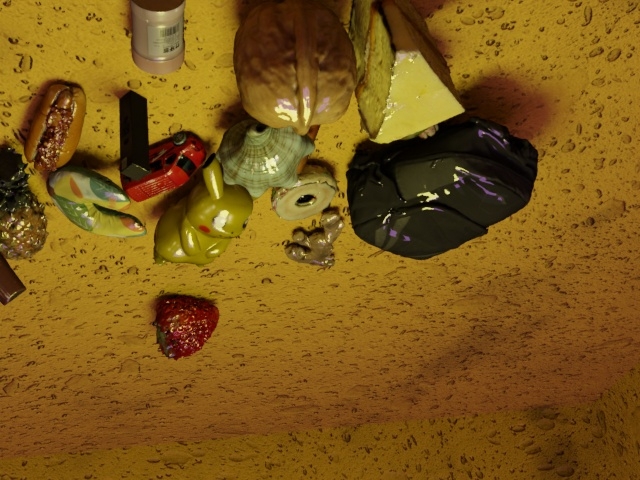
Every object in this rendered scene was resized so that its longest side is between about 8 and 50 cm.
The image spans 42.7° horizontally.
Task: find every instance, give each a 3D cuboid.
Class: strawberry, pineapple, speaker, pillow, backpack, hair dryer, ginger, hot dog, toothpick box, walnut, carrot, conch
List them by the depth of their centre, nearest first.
[{"bbox_3d":[-0.290,-0.383,1.462,0.098,0.098,0.149,-3,147,-12],"label":"toothpick box"},{"bbox_3d":[-0.047,-0.313,1.497,0.225,0.257,0.257,-4,148,-9],"label":"walnut"},{"bbox_3d":[-0.371,-0.210,1.627,0.040,0.191,0.046,-30,142,30],"label":"speaker"},{"bbox_3d":[-0.542,-0.217,1.677,0.102,0.076,0.249,7,144,-31],"label":"hot dog"},{"bbox_3d":[-0.109,-0.178,1.704,0.203,0.169,0.386,-25,-166,-9],"label":"conch"},{"bbox_3d":[-0.673,-0.082,1.792,0.158,0.157,0.278,1,143,-17],"label":"pineapple"},{"bbox_3d":[-0.042,-0.232,1.808,0.067,0.067,0.225,-1,149,-15],"label":"carrot"},{"bbox_3d":[-0.794,0.029,1.812,0.123,0.312,0.340,-40,-173,-32],"label":"hair dryer"},{"bbox_3d":[-0.506,-0.086,1.842,0.214,0.086,0.233,13,150,12],"label":"pillow"},{"bbox_3d":[0.287,-0.130,1.896,0.363,0.254,0.446,21,151,-38],"label":"backpack"},{"bbox_3d":[-0.016,0.001,2.193,0.149,0.065,0.258,0,149,-11],"label":"ginger"},{"bbox_3d":[-0.388,0.247,2.378,0.201,0.186,0.184,-16,-174,-20],"label":"strawberry"}]

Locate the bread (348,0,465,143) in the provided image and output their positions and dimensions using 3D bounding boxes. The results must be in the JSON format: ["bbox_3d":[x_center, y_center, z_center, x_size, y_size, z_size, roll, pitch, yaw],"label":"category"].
[{"bbox_3d":[0.106,-0.344,1.483,0.198,0.263,0.236,-25,148,14],"label":"bread"}]

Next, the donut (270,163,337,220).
[{"bbox_3d":[-0.043,-0.119,1.969,0.175,0.068,0.174,-16,151,-9],"label":"donut"}]

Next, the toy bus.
[{"bbox_3d":[-0.345,-0.161,1.810,0.195,0.089,0.081,-20,147,15],"label":"toy bus"}]

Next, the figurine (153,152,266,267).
[{"bbox_3d":[-0.256,-0.059,1.932,0.218,0.169,0.327,2,152,-48],"label":"figurine"}]

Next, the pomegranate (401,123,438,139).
[{"bbox_3d":[0.179,-0.283,1.690,0.180,0.180,0.210,-24,143,21],"label":"pomegranate"}]
